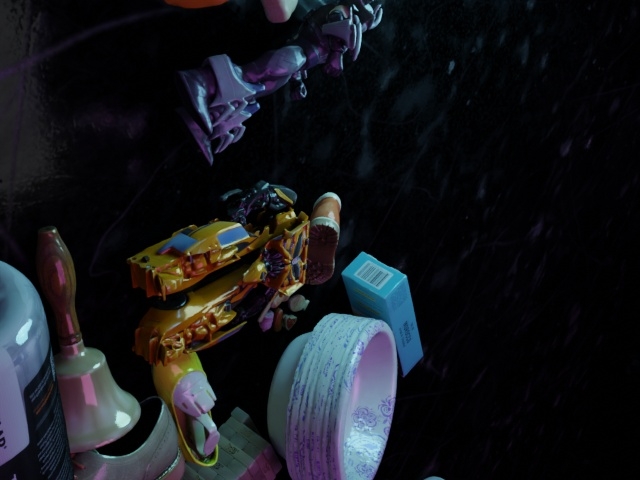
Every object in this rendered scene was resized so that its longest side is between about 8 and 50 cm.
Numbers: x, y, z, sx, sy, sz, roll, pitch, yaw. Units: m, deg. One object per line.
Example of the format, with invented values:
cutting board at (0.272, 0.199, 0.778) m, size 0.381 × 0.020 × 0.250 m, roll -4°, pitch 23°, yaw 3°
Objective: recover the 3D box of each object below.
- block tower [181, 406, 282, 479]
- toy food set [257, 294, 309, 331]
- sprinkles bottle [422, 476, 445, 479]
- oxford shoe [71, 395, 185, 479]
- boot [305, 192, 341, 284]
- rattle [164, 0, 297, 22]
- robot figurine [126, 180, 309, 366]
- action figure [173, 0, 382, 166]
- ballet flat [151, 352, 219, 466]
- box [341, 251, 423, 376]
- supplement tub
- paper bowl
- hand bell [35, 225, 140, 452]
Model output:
block tower at (-0.198, 0.414, 1.224) m, size 0.335 × 0.097 × 0.091 m, roll -46°, pitch 144°, yaw -24°
toy food set at (-0.064, 0.109, 1.255) m, size 0.078 × 0.019 × 0.122 m, roll -59°, pitch 154°, yaw -4°
sprinkles bottle at (0.185, 0.661, 1.883) m, size 0.355 × 0.121 × 0.121 m, roll -10°, pitch 121°, yaw -50°
oxford shoe at (-0.314, 0.311, 0.989) m, size 0.348 × 0.123 × 0.130 m, roll -36°, pitch 133°, yaw -47°
boot at (0.000, 0.000, 1.225) m, size 0.158 × 0.059 × 0.085 m, roll 110°, pitch -9°, yaw -47°
rattle at (-0.083, -0.332, 0.911) m, size 0.130 × 0.142 × 0.200 m, roll 45°, pitch 40°, yaw -49°
robot figurine at (-0.118, 0.043, 1.074) m, size 0.291 × 0.085 × 0.211 m, roll -27°, pitch 133°, yaw -41°
action figure at (-0.037, -0.207, 0.960) m, size 0.285 × 0.099 × 0.185 m, roll -35°, pitch -178°, yaw -18°
ballet flat at (-0.177, 0.233, 1.136) m, size 0.077 × 0.077 × 0.231 m, roll -33°, pitch 137°, yaw -35°
box at (0.111, 0.134, 1.431) m, size 0.060 × 0.100 × 0.244 m, roll -44°, pitch 142°, yaw -23°
supplement tub at (-0.347, 0.199, 0.770) m, size 0.207 × 0.207 × 0.338 m, roll -29°, pitch 134°, yaw -39°
paper bowl at (0.015, 0.257, 1.301) m, size 0.284 × 0.148 × 0.284 m, roll 8°, pitch 90°, yaw -69°
hand bell at (-0.283, 0.099, 0.908) m, size 0.126 × 0.126 × 0.242 m, roll -25°, pitch 119°, yaw -42°
